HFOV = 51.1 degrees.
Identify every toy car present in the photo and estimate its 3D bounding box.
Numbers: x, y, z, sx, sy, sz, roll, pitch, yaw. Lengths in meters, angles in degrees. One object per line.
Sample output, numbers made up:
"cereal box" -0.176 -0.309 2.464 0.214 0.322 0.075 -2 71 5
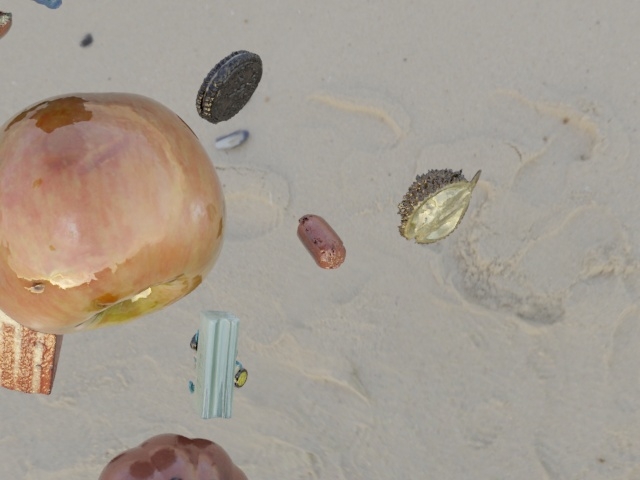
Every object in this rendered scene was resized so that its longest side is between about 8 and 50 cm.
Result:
"toy car" -0.241 0.280 1.476 0.126 0.162 0.098 17 53 21

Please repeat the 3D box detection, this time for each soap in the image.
"soap" -0.210 0.245 1.346 0.066 0.119 0.198 4 93 -20

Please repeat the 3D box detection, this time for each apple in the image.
"apple" -0.337 -0.049 1.044 0.391 0.391 0.347 -20 78 0

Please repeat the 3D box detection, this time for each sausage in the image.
"sausage" 0.000 0.000 1.374 0.076 0.076 0.141 -34 50 -7

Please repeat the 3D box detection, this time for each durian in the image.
"durian" 0.213 -0.079 1.232 0.188 0.148 0.091 -36 50 18

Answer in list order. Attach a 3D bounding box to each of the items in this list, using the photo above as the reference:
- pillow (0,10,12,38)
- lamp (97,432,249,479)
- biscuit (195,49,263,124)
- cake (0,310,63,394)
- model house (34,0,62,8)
"pillow" -0.622 -0.360 1.154 0.171 0.075 0.179 -33 34 -17
"lamp" -0.264 0.487 1.150 0.305 0.239 0.306 8 75 -30
"biscuit" -0.205 -0.348 1.521 0.053 0.194 0.194 40 77 12
"cake" -0.708 0.227 1.638 0.158 0.262 0.160 11 29 -9
"model house" -0.522 -0.463 1.024 0.294 0.329 0.252 -30 77 -30
